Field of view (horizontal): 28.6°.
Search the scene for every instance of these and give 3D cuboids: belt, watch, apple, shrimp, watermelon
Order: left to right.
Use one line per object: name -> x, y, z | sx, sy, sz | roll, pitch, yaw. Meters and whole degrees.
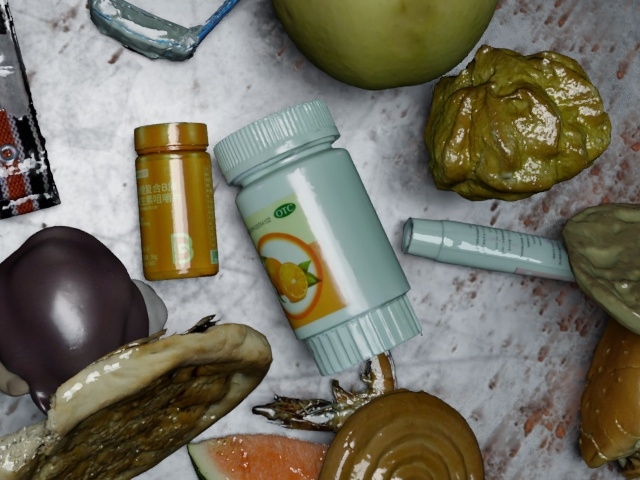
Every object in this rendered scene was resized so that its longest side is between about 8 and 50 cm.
belt -> -0.399, -0.207, 1.504 | 0.094, 0.126, 0.359 | -16, 91, -14
watch -> -0.147, -0.357, 1.600 | 0.276, 0.068, 0.274 | 15, 80, -11
watermelon -> -0.050, 0.307, 1.600 | 0.245, 0.063, 0.119 | 4, 67, -9
shrimp -> 0.008, 0.175, 1.623 | 0.195, 0.035, 0.148 | 5, 89, -16
apple -> 0.079, -0.324, 1.528 | 0.292, 0.292, 0.254 | -10, 119, -12

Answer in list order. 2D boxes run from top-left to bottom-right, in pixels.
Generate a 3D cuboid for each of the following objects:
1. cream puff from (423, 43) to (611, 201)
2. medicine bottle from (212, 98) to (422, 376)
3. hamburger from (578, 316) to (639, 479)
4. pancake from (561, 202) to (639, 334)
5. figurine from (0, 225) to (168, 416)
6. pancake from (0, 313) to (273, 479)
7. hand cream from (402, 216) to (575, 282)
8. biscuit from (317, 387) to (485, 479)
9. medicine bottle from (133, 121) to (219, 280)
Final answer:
cream puff -> 0.240, -0.142, 1.583 | 0.244, 0.244, 0.196 | 5, 87, -12
medicine bottle -> 0.000, 0.000, 1.552 | 0.158, 0.158, 0.318 | -24, 87, -12
hamburger -> 0.440, 0.176, 1.654 | 0.144, 0.156, 0.283 | 20, 80, -8
pancake -> 0.452, 0.037, 1.633 | 0.294, 0.294, 0.049 | 1, 127, -12
figurine -> -0.372, 0.134, 1.469 | 0.365, 0.218, 0.206 | -27, 119, 1
pancake -> -0.227, 0.210, 1.418 | 0.382, 0.382, 0.071 | -32, 71, -11
hand cream -> 0.274, 0.016, 1.668 | 0.331, 0.085, 0.058 | 7, 115, -9
biscuit -> 0.110, 0.321, 1.604 | 0.262, 0.037, 0.262 | 0, 90, -30
medicine bottle -> -0.179, -0.047, 1.559 | 0.096, 0.096, 0.192 | -4, 90, -12
